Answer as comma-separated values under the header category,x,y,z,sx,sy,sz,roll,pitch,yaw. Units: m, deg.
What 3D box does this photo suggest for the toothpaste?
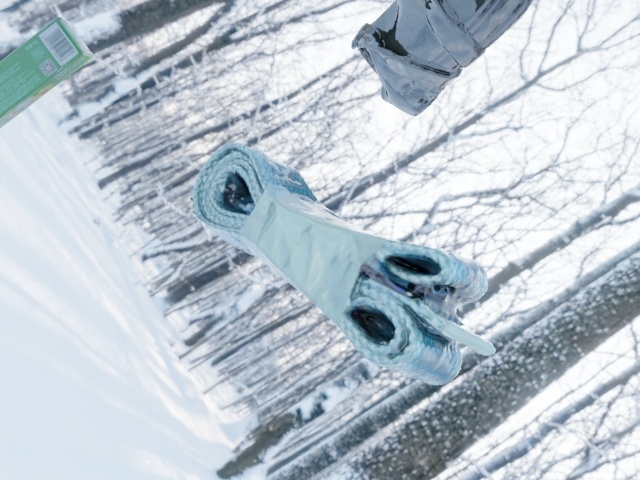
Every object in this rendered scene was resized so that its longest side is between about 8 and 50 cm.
category,x,y,z,sx,sy,sz,roll,pitch,yaw
toothpaste,-0.307,-0.148,0.624,0.043,0.178,0.037,54,5,-9

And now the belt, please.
category,x,y,z,sx,sy,sz,roll,pitch,yaw
belt,0.000,0.000,0.468,0.072,0.087,0.302,34,-1,-44

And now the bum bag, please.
category,x,y,z,sx,sy,sz,roll,pitch,yaw
bum bag,0.138,-0.265,0.779,0.142,0.080,0.326,42,-31,-5
